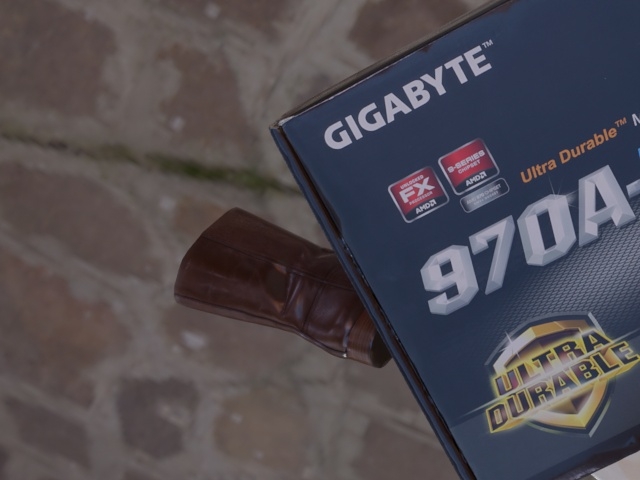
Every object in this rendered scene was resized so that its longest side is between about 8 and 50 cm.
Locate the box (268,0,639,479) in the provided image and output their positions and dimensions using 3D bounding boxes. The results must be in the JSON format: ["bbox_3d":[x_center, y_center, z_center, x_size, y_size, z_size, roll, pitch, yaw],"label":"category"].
[{"bbox_3d":[0.119,-0.021,0.698,0.220,0.051,0.175,-27,97,12],"label":"box"}]

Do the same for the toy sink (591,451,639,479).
[{"bbox_3d":[0.187,0.044,1.282,0.234,0.131,0.153,38,108,-3],"label":"toy sink"}]

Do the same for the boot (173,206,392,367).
[{"bbox_3d":[0.000,0.000,0.834,0.114,0.106,0.037,17,147,32],"label":"boot"}]
